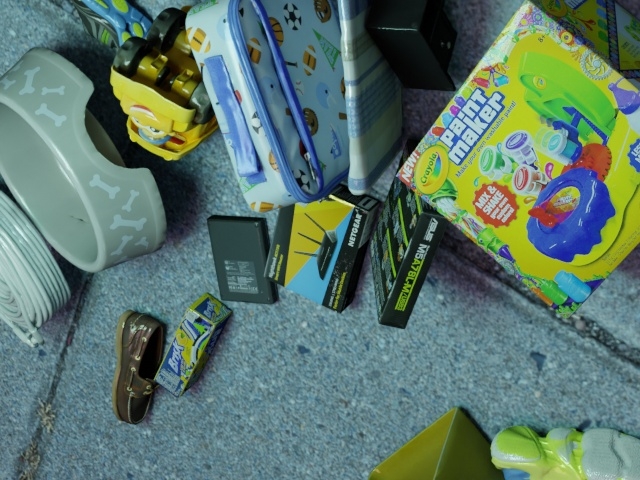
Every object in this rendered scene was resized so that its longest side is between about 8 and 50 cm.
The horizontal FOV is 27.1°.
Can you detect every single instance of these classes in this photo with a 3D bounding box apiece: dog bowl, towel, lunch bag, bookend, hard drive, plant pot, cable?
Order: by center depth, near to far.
[{"bbox_3d":[0.132,-0.292,1.664,0.072,0.156,0.157,8,160,26],"label":"bookend"},{"bbox_3d":[0.059,-0.218,1.669,0.034,0.209,0.285,1,113,17],"label":"towel"},{"bbox_3d":[-0.048,-0.190,1.719,0.115,0.243,0.303,-12,106,33],"label":"lunch bag"},{"bbox_3d":[0.179,0.409,1.915,0.187,0.212,0.212,39,127,-9],"label":"plant pot"},{"bbox_3d":[-0.372,-0.106,1.941,0.349,0.102,0.348,40,150,28],"label":"dog bowl"},{"bbox_3d":[-0.118,0.029,1.997,0.094,0.022,0.135,4,114,28],"label":"hard drive"},{"bbox_3d":[-0.505,0.023,2.113,0.257,0.089,0.257,41,151,21],"label":"cable"}]

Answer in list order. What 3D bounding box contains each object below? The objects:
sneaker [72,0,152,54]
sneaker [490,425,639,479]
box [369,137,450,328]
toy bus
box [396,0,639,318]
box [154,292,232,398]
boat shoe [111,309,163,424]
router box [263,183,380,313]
[{"bbox_3d":[-0.295,-0.309,1.918,0.188,0.067,0.078,50,157,-9],"label":"sneaker"},{"bbox_3d":[0.360,0.325,1.850,0.240,0.091,0.126,8,135,25],"label":"sneaker"},{"bbox_3d":[0.114,-0.011,1.753,0.045,0.190,0.184,14,121,-12],"label":"box"},{"bbox_3d":[-0.201,-0.188,1.827,0.149,0.220,0.211,30,130,8],"label":"toy bus"},{"bbox_3d":[0.301,-0.117,1.603,0.279,0.177,0.290,40,125,8],"label":"box"},{"bbox_3d":[-0.201,0.165,2.085,0.054,0.059,0.169,35,125,9],"label":"box"},{"bbox_3d":[-0.293,0.214,2.151,0.073,0.073,0.207,17,120,23],"label":"boat shoe"},{"bbox_3d":[0.000,0.000,1.904,0.133,0.046,0.178,25,123,17],"label":"router box"}]
